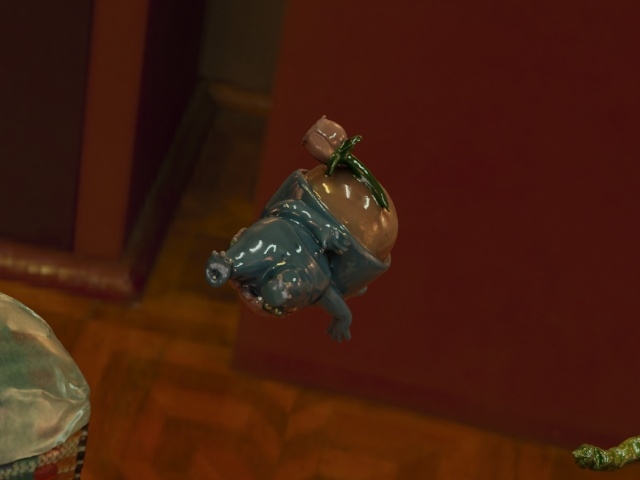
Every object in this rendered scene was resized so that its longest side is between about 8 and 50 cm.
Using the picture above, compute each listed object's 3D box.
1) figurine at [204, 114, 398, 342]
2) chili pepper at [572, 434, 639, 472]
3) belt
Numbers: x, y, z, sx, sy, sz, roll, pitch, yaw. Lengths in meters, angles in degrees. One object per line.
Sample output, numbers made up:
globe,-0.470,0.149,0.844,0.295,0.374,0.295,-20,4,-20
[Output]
figurine,-0.002,-0.005,1.245,0.114,0.144,0.178,37,27,12
chili pepper,0.204,0.149,1.222,0.083,0.027,0.022,-6,62,-36
belt,-0.285,0.152,1.286,0.207,0.257,0.150,27,24,31
